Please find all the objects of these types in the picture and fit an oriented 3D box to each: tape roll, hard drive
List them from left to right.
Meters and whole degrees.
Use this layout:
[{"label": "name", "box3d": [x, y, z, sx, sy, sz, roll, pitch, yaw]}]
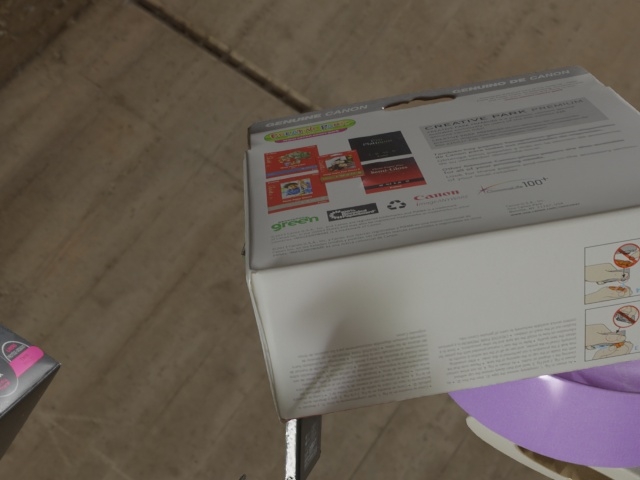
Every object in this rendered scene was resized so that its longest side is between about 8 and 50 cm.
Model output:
[{"label": "hard drive", "box3d": [-0.021, 0.243, 1.162, 0.094, 0.022, 0.135, -41, 136, -65]}, {"label": "tape roll", "box3d": [0.242, 0.082, 0.844, 0.275, 0.275, 0.090, -47, 150, -51]}, {"label": "tape roll", "box3d": [0.431, 0.350, 1.468, 0.072, 0.392, 0.392, -63, 175, -16]}]

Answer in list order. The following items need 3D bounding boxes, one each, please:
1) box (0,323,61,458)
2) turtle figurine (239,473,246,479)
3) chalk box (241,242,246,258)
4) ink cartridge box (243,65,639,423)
[{"label": "box", "box3d": [-0.428, 0.222, 0.955, 0.270, 0.143, 0.165, -55, -178, 17]}, {"label": "turtle figurine", "box3d": [-0.081, 0.240, 0.532, 0.234, 0.118, 0.175, -18, 144, -42]}, {"label": "chalk box", "box3d": [0.000, 0.000, 1.462, 0.132, 0.213, 0.132, 26, 80, -45]}, {"label": "ink cartridge box", "box3d": [0.103, -0.016, 0.694, 0.271, 0.310, 0.130, -100, 180, -61]}]
